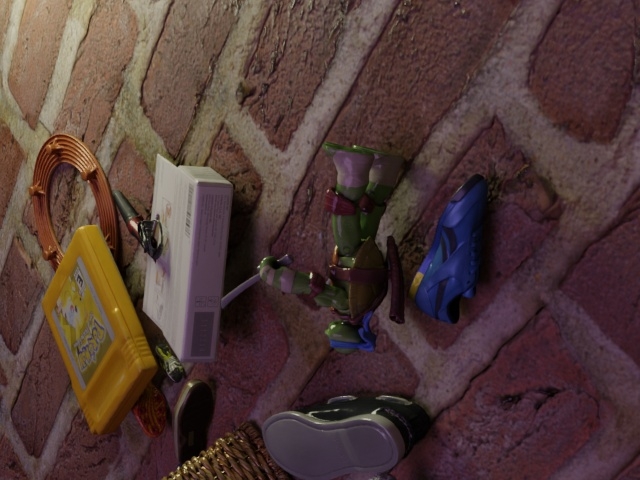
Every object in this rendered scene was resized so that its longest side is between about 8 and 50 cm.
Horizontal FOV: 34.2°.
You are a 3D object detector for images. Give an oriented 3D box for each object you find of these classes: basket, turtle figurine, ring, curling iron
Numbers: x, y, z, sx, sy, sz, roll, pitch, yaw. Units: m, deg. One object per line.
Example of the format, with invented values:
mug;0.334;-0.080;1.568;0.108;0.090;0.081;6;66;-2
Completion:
basket;-0.122;0.503;1.764;0.299;0.223;0.213;50;167;27
turtle figurine;0.000;0.000;1.387;0.274;0.197;0.266;30;109;61
ring;-0.507;-0.048;2.095;0.336;0.032;0.337;16;112;46
curling iron;-0.324;-0.039;1.841;0.274;0.035;0.068;-138;50;-59

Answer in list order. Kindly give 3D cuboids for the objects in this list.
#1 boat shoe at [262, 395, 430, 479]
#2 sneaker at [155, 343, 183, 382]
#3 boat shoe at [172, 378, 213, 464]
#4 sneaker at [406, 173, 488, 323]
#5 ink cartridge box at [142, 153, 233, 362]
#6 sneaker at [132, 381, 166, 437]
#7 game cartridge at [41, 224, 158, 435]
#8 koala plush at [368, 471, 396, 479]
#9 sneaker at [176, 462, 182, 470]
boat shoe;0.034;0.286;1.522;0.302;0.091;0.114;-7;103;48
sneaker;-0.278;0.230;1.918;0.083;0.031;0.035;57;150;27
boat shoe;-0.243;0.316;1.874;0.072;0.068;0.190;49;135;44
sneaker;0.179;0.014;1.300;0.082;0.069;0.209;35;127;23
ink cartridge box;-0.225;0.021;1.737;0.261;0.066;0.296;-145;60;-63
sneaker;-0.341;0.300;1.994;0.175;0.064;0.067;63;153;26
game cartridge;-0.431;0.180;1.990;0.285;0.052;0.324;-53;55;43
koala plush;0.098;0.449;1.438;0.196;0.203;0.221;45;118;30
sneaker;-0.242;0.471;1.933;0.058;0.052;0.135;-139;41;-61
